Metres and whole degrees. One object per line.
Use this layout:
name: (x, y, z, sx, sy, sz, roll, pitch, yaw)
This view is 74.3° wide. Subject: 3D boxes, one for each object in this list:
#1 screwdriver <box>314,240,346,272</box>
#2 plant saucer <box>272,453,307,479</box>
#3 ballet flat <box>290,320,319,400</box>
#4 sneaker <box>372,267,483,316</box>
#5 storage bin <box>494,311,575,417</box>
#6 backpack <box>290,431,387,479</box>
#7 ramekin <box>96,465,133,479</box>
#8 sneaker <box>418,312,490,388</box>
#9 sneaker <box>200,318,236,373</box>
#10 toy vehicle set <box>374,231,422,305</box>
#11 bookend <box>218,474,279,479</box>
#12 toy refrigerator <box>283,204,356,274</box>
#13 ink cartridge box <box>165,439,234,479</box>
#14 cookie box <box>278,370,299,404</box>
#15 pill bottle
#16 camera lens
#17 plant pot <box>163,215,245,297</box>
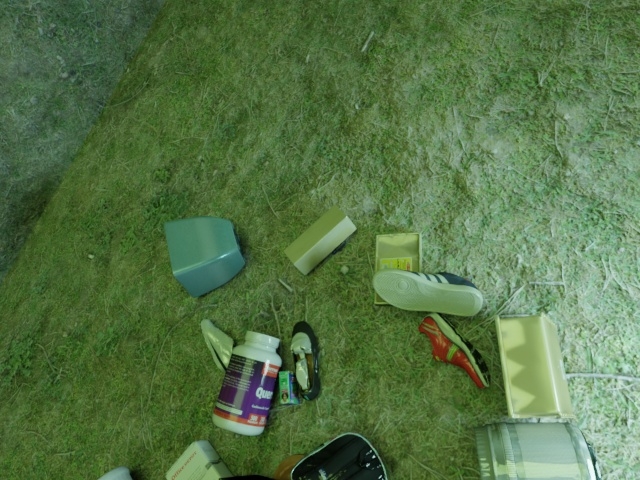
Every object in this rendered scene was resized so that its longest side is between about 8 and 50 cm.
screwdriver: (0.036, 0.061, 1.639, 0.170, 0.024, 0.025, -43, 31, 6)
plant saucer: (-0.072, 0.800, 1.359, 0.200, 0.037, 0.200, -7, 67, 17)
ballet flat: (-0.056, 0.411, 1.480, 0.095, 0.096, 0.280, -19, 63, 12)
sneaker: (0.348, 0.155, 1.400, 0.350, 0.148, 0.131, 14, 112, 9)
storage bin: (0.601, 0.355, 1.179, 0.123, 0.260, 0.262, -15, 63, 33)
backpack: (0.067, 0.709, 1.252, 0.253, 0.191, 0.225, -34, 60, -10)
ramekin: (-0.745, 0.921, 1.433, 0.127, 0.273, 0.273, 39, 85, 16)
sneaker: (0.421, 0.358, 1.344, 0.118, 0.107, 0.279, -47, 55, 15)
sneaker: (-0.382, 0.391, 1.624, 0.095, 0.090, 0.235, -32, 65, -10)
toy vehicle set: (0.280, 0.102, 1.520, 0.166, 0.035, 0.267, -3, 68, 19)
bookend: (-0.214, 0.788, 1.319, 0.157, 0.156, 0.072, -15, 62, 40)
toy refrigerator: (0.000, 0.000, 1.626, 0.269, 0.094, 0.102, -42, 43, -1)
ink cartridge box: (-0.399, 0.822, 1.437, 0.218, 0.092, 0.158, 39, 85, 27)
cookie box: (-0.109, 0.511, 1.461, 0.040, 0.092, 0.107, -12, 65, 12)
pill bottle: (-0.243, 0.488, 1.467, 0.181, 0.181, 0.323, 8, 72, 23)
camera lens: (0.561, 0.596, 1.110, 0.274, 0.219, 0.219, -7, 66, 17)
plant pot: (-0.447, 0.046, 1.699, 0.252, 0.248, 0.247, -18, 62, -5)
